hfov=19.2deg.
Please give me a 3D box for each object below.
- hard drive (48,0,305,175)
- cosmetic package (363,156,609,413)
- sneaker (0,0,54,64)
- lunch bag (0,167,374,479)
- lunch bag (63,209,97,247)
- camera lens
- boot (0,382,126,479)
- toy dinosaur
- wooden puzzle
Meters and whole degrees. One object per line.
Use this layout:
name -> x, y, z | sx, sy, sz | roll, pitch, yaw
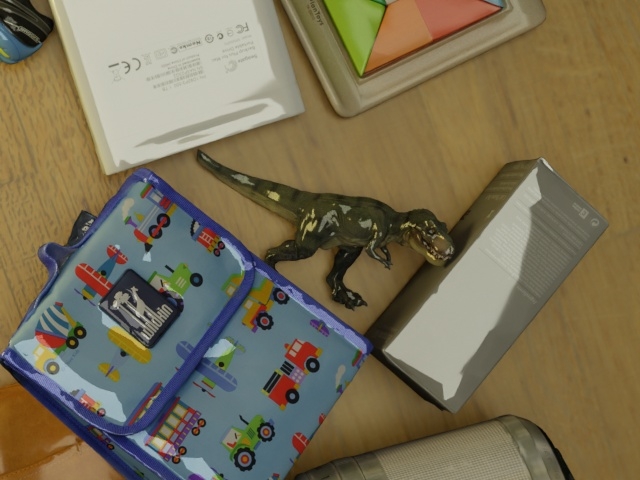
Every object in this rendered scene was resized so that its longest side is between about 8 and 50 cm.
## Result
hard drive -> -0.154, -0.238, 1.785 | 0.203, 0.040, 0.308 | -19, 97, -12
cosmetic package -> 0.153, 0.043, 1.801 | 0.107, 0.127, 0.238 | 43, 82, -8
sneaker -> -0.319, -0.255, 1.779 | 0.078, 0.067, 0.188 | -36, 92, -28
lunch bag -> -0.139, 0.094, 1.706 | 0.293, 0.138, 0.221 | 42, 69, -17
lunch bag -> -0.206, 0.016, 1.765 | 0.067, 0.098, 0.065 | 28, 88, -12
camera lens -> 0.104, 0.292, 1.743 | 0.274, 0.219, 0.219 | -14, 91, -8
boot -> -0.243, 0.273, 1.754 | 0.211, 0.104, 0.295 | -21, 88, -7
toy dinosaur -> 0.000, 0.000, 1.806 | 0.268, 0.064, 0.118 | 16, 109, 14
wooden puzzle -> 0.076, -0.265, 1.835 | 0.238, 0.044, 0.221 | -27, 92, -8
